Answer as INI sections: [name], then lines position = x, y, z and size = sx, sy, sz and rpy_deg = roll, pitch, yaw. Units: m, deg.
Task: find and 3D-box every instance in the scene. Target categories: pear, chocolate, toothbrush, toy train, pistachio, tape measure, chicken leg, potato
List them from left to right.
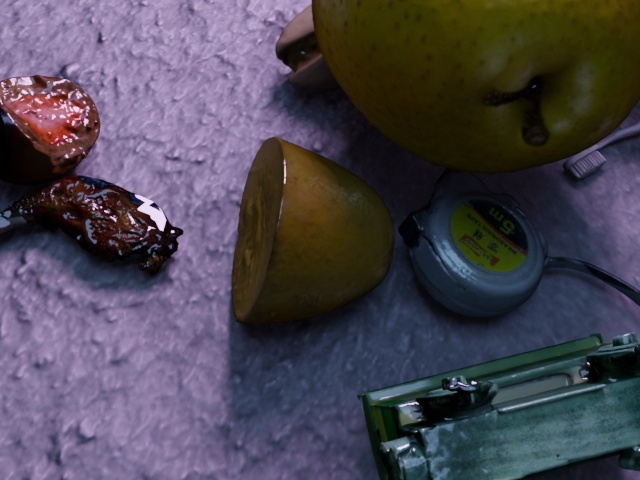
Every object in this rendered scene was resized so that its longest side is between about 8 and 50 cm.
[chocolate]
position = -0.315, -0.125, 0.931
size = 0.133, 0.124, 0.127
rpy_deg = -5, 10, -42
[chicken leg]
position = -0.277, -0.021, 0.907
size = 0.253, 0.051, 0.106
rpy_deg = 4, 61, 1
[potato]
position = 0.000, 0.000, 0.861
size = 0.158, 0.178, 0.203
rpy_deg = 14, 30, -14
[pistachio]
position = 0.031, -0.257, 1.055
size = 0.184, 0.124, 0.124
rpy_deg = -24, 62, -13
[pear]
position = 0.172, -0.261, 0.862
size = 0.362, 0.362, 0.418
rpy_deg = -6, 47, -9
[toy train]
position = 0.186, 0.163, 0.737
size = 0.300, 0.202, 0.120
rpy_deg = -12, 83, -13
[tape measure]
position = 0.235, 0.060, 0.893
size = 0.330, 0.084, 0.164
rpy_deg = 40, 61, 6
[toothbrush]
position = 0.431, -0.153, 1.071
size = 0.307, 0.025, 0.030
rpy_deg = -29, 72, -22
